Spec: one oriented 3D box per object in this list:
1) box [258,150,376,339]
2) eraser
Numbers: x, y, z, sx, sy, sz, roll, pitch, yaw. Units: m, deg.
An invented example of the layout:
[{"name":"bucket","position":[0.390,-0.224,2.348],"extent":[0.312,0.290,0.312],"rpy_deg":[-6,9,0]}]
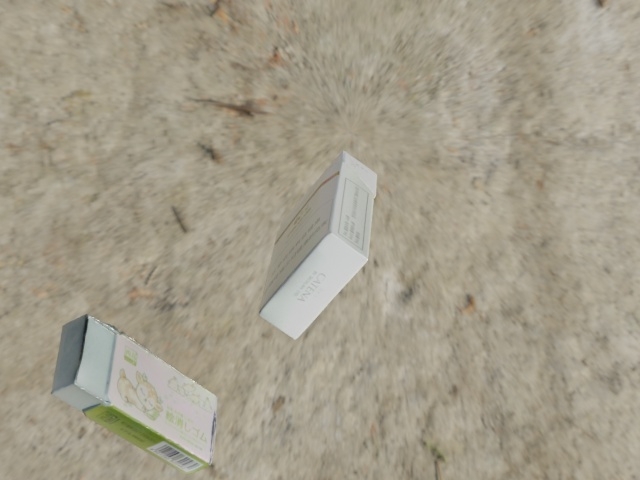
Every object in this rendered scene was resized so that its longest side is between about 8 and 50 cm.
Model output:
[{"name":"box","position":[0.000,0.000,0.963],"extent":[0.040,0.154,0.084],"rpy_deg":[34,113,-10]},{"name":"eraser","position":[-0.079,0.067,0.570],"extent":[0.019,0.038,0.083],"rpy_deg":[-24,134,32]}]
